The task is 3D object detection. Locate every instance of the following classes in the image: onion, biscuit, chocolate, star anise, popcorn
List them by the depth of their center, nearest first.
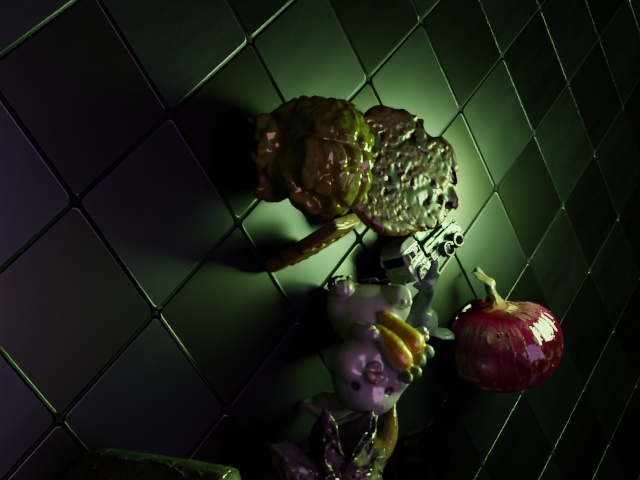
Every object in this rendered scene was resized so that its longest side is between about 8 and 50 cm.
[{"bbox_3d":[-0.014,-0.158,1.740,0.258,0.270,0.224,-12,129,-50],"label":"popcorn"},{"bbox_3d":[0.000,0.000,1.775,0.212,0.239,0.041,-27,89,-17],"label":"biscuit"},{"bbox_3d":[0.000,0.461,1.777,0.332,0.117,0.331,-15,122,-25],"label":"star anise"},{"bbox_3d":[0.161,-0.147,2.013,0.334,0.081,0.289,0,78,-35],"label":"biscuit"},{"bbox_3d":[0.238,0.493,2.132,0.125,0.080,0.148,-12,92,-58],"label":"chocolate"},{"bbox_3d":[0.464,0.258,2.265,0.256,0.230,0.272,-56,134,-30],"label":"onion"}]

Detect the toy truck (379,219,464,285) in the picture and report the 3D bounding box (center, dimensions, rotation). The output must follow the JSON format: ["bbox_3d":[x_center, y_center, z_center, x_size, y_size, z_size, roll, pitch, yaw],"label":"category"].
[{"bbox_3d":[0.223,0.008,2.098,0.216,0.110,0.116,-40,105,-38],"label":"toy truck"}]

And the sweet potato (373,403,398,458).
[{"bbox_3d":[0.107,0.472,2.005,0.067,0.059,0.281,42,52,-2],"label":"sweet potato"}]

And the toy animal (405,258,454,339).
[{"bbox_3d":[0.208,0.197,2.049,0.206,0.081,0.367,-42,150,-12],"label":"toy animal"}]

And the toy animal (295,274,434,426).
[{"bbox_3d":[0.087,0.232,1.870,0.183,0.247,0.310,16,63,-29],"label":"toy animal"}]

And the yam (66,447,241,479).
[{"bbox_3d":[-0.254,0.421,1.463,0.168,0.304,0.168,1,89,-57],"label":"yam"}]
